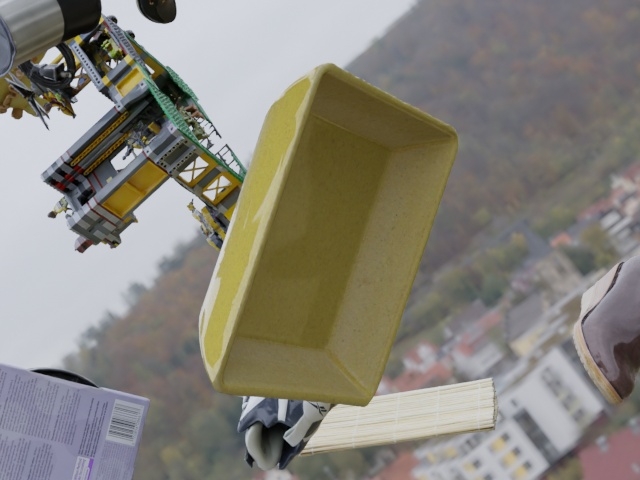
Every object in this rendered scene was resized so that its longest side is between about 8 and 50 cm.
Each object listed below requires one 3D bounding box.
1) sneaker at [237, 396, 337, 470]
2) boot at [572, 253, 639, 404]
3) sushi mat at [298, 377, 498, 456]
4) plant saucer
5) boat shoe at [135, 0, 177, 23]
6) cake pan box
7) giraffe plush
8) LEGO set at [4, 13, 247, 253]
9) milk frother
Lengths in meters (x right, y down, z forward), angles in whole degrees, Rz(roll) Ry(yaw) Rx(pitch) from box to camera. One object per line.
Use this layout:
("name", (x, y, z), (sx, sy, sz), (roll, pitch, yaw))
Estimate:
("sneaker", (-0.073, 0.208, 1.695), (0.235, 0.094, 0.153), (-1, 48, 47))
("boot", (0.421, 0.083, 1.719), (0.206, 0.090, 0.248), (-30, 22, 23))
("sushi mat", (0.124, 0.279, 2.206), (0.316, 0.019, 0.151), (-10, 20, 9))
("plant saucer", (0.000, 0.000, 1.462), (0.332, 0.081, 0.333), (17, -88, -60))
("boat shoe", (-0.193, -0.297, 1.633), (0.049, 0.042, 0.133), (-60, -23, -22))
("cake pan box", (-0.373, 0.299, 1.835), (0.070, 0.245, 0.267), (162, 121, -69))
("giraffe plush", (-0.444, -0.271, 2.039), (0.210, 0.181, 0.171), (-81, 10, -69))
("LEGO set", (-0.227, -0.092, 1.617), (0.192, 0.331, 0.255), (-42, -30, 8))
("milk frother", (-0.311, -0.206, 1.456), (0.129, 0.143, 0.134), (6, 30, 36))
